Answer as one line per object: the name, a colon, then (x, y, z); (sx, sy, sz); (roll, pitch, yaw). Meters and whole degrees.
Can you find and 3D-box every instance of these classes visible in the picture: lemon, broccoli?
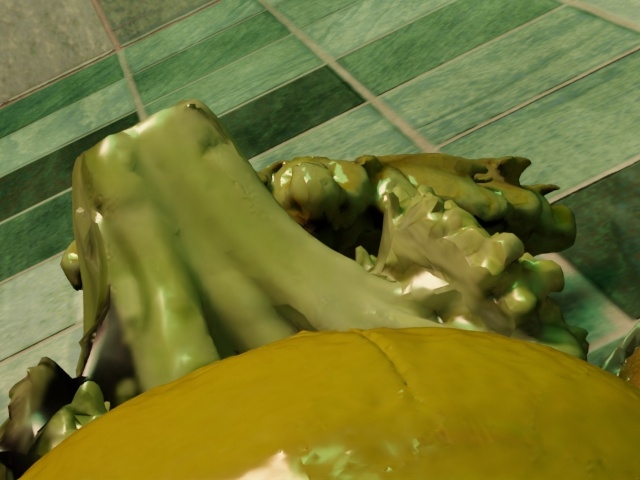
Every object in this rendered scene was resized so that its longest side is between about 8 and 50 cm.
lemon: (0.019, 0.165, 0.483); (0.297, 0.297, 0.297); (-22, 20, 9)
broccoli: (-0.044, 0.074, 0.751); (0.347, 0.281, 0.293); (-26, 1, 30)

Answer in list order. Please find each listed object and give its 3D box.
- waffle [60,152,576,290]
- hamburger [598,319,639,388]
waffle: (0.000, 0.000, 1.002); (0.317, 0.073, 0.297); (4, -14, -42)
hamburger: (0.210, 0.098, 0.691); (0.185, 0.113, 0.177); (-27, 24, 18)
